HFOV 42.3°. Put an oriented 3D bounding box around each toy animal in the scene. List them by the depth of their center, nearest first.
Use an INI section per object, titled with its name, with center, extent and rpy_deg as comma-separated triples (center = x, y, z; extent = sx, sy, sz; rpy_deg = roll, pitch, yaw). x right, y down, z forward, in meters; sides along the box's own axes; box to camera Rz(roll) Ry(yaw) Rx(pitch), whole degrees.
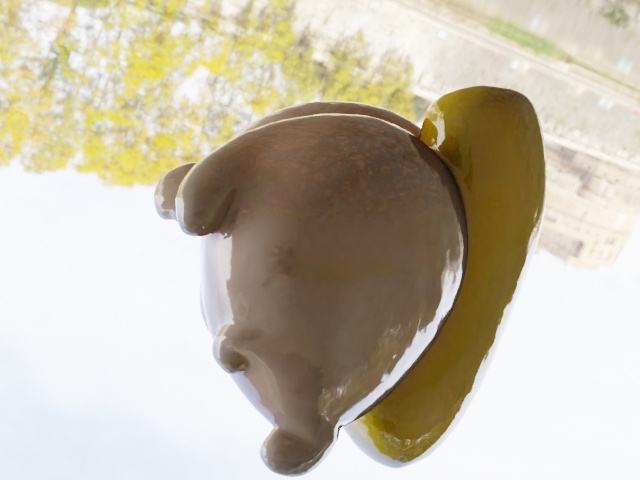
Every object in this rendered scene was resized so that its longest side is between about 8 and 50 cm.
[toy animal]
center = -0.003, 0.021, 0.610
extent = 0.247, 0.277, 0.345
rpy_deg = 19, -152, 33
